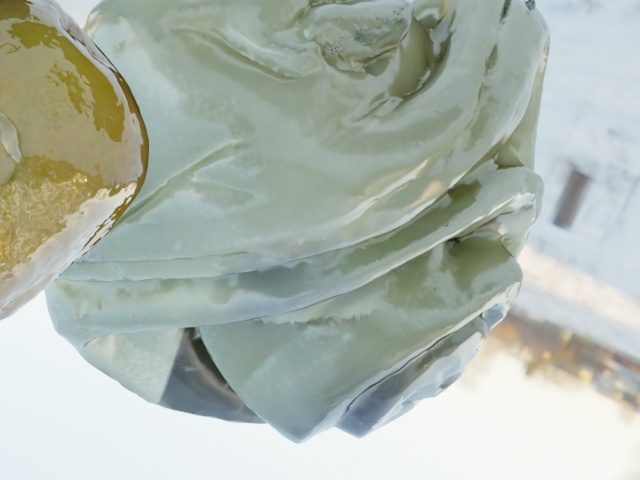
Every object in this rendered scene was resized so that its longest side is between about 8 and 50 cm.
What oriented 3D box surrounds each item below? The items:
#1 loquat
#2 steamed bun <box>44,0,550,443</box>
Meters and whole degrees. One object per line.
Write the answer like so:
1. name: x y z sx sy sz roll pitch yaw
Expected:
1. loquat: -0.130 -0.032 0.595 0.113 0.137 0.137 43 176 -20
2. steamed bun: 0.000 0.000 0.988 0.394 0.346 0.237 28 -137 -67
